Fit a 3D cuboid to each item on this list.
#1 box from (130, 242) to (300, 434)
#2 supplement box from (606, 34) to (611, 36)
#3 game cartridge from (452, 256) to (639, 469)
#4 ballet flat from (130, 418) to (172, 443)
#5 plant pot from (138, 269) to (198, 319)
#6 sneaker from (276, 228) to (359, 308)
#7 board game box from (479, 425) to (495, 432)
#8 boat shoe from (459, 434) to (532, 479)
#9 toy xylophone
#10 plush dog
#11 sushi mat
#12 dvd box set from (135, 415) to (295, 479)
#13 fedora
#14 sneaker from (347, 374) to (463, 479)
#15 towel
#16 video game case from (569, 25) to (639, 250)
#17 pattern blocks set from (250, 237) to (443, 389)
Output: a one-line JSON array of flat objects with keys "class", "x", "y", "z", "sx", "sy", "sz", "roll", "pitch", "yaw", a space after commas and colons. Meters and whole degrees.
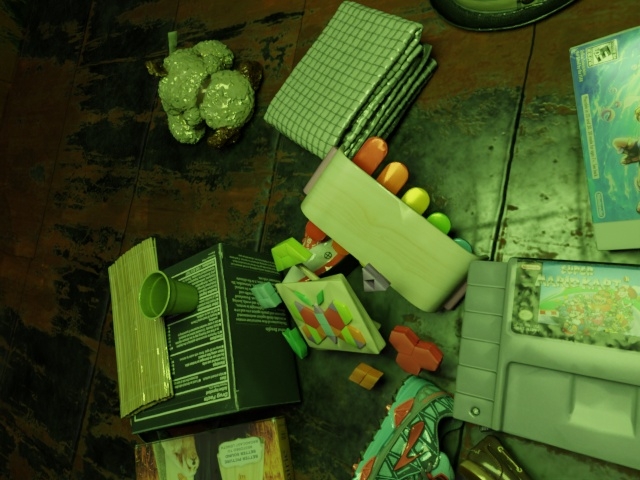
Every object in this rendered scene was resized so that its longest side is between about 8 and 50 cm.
[{"class": "box", "x": -0.220, "y": 0.202, "z": 0.967, "sx": 0.296, "sy": 0.182, "sz": 0.294, "roll": -22, "pitch": 66, "yaw": 31}, {"class": "supplement box", "x": 0.483, "y": -0.206, "z": 0.628, "sx": 0.233, "sy": 0.080, "sz": 0.078, "roll": 22, "pitch": 94, "yaw": 38}, {"class": "game cartridge", "x": 0.340, "y": 0.140, "z": 0.582, "sx": 0.355, "sy": 0.068, "sz": 0.230, "roll": 3, "pitch": 86, "yaw": 38}, {"class": "ballet flat", "x": -0.382, "y": 0.442, "z": 1.110, "sx": 0.173, "sy": 0.049, "sz": 0.058, "roll": 22, "pitch": 92, "yaw": 36}, {"class": "plant pot", "x": -0.258, "y": 0.099, "z": 0.856, "sx": 0.083, "sy": 0.079, "sz": 0.083, "roll": -10, "pitch": 73, "yaw": 34}, {"class": "sneaker", "x": 0.001, "y": 0.000, "z": 0.916, "sx": 0.270, "sy": 0.090, "sz": 0.145, "roll": -41, "pitch": 59, "yaw": 17}, {"class": "board game box", "x": 0.323, "y": 0.176, "z": 0.665, "sx": 0.194, "sy": 0.060, "sz": 0.194, "roll": -1, "pitch": 79, "yaw": 35}, {"class": "boat shoe", "x": 0.287, "y": 0.351, "z": 0.647, "sx": 0.073, "sy": 0.073, "sz": 0.207, "roll": -35, "pitch": 60, "yaw": -22}, {"class": "toy xylophone", "x": 0.088, "y": 0.002, "z": 0.780, "sx": 0.323, "sy": 0.081, "sz": 0.236, "roll": 47, "pitch": 112, "yaw": 6}, {"class": "plush dog", "x": -0.252, "y": -0.339, "z": 1.125, "sx": 0.225, "sy": 0.210, "sz": 0.263, "roll": 23, "pitch": 93, "yaw": 13}, {"class": "sushi mat", "x": -0.351, "y": 0.163, "z": 0.946, "sx": 0.151, "sy": 0.019, "sz": 0.317, "roll": -29, "pitch": 64, "yaw": 30}, {"class": "dvd box set", "x": -0.178, "y": 0.560, "z": 0.879, "sx": 0.307, "sy": 0.062, "sz": 0.421, "roll": -15, "pitch": 70, "yaw": 13}, {"class": "fedora", "x": 0.300, "y": -0.507, "z": 0.776, "sx": 0.333, "sy": 0.152, "sz": 0.334, "roll": -9, "pitch": 74, "yaw": 33}, {"class": "sneaker", "x": 0.125, "y": 0.320, "z": 0.697, "sx": 0.125, "sy": 0.104, "sz": 0.262, "roll": 20, "pitch": 60, "yaw": 28}, {"class": "towel", "x": 0.054, "y": -0.284, "z": 0.919, "sx": 0.284, "sy": 0.121, "sz": 0.235, "roll": -54, "pitch": 48, "yaw": 6}, {"class": "video game case", "x": 0.446, "y": -0.130, "z": 0.575, "sx": 0.244, "sy": 0.061, "sz": 0.270, "roll": -7, "pitch": 97, "yaw": 41}, {"class": "pattern blocks set", "x": 0.013, "y": 0.123, "z": 0.785, "sx": 0.285, "sy": 0.026, "sz": 0.325, "roll": 53, "pitch": 144, "yaw": -3}]
